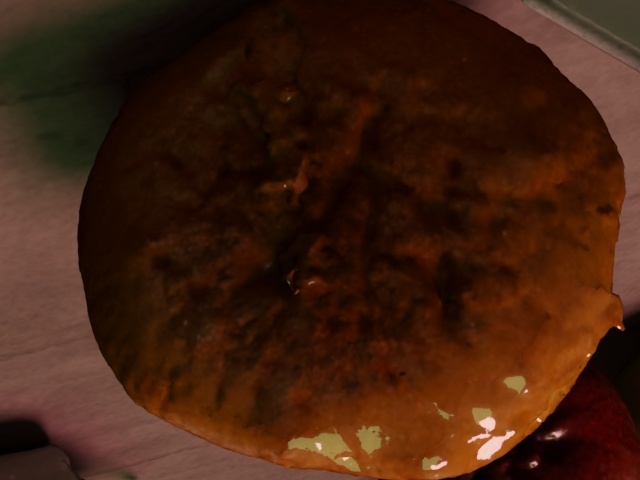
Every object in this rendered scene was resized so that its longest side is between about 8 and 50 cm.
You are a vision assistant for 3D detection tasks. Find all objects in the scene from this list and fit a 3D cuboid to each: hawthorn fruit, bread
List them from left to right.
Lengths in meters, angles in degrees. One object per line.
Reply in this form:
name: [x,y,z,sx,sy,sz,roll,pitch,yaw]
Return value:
bread: [0.017,0.000,0.846,0.312,0.312,0.172,-16,161,-5]
hawthorn fruit: [0.153,0.208,1.262,0.210,0.230,0.266,-41,160,-24]

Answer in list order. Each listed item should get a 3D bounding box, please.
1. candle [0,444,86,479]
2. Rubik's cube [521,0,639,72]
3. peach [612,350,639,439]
candle: [-0.280,0.279,1.155,0.343,0.221,0.221,-10,146,-18]
Rubik's cube: [0.111,-0.204,0.724,0.233,0.229,0.228,-4,123,51]
peach: [0.396,0.196,1.338,0.292,0.247,0.292,-12,137,-12]
